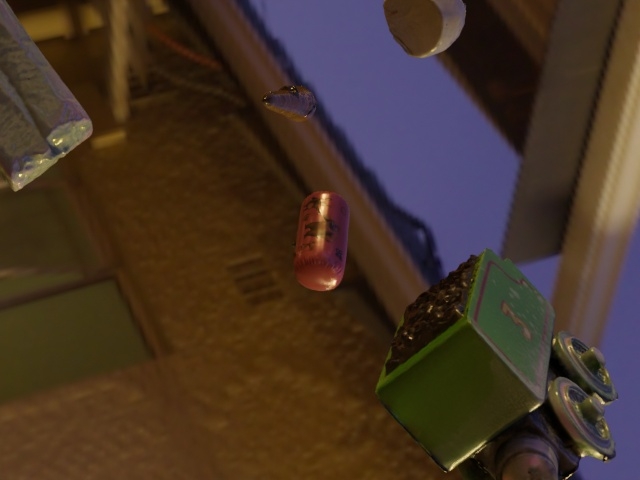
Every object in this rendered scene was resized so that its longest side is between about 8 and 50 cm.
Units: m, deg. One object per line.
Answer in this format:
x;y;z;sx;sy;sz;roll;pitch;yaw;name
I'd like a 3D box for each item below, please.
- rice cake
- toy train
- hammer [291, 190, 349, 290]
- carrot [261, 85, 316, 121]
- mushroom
-0.247;-0.142;1.089;0.222;0.080;0.042;53;-21;5;rice cake
0.194;0.156;1.692;0.249;0.173;0.307;47;21;-6;toy train
0.000;0.000;1.161;0.043;0.043;0.083;98;-1;-48;hammer
-0.043;-0.171;1.914;0.254;0.049;0.049;-24;99;-80;carrot
0.126;-0.273;1.814;0.223;0.092;0.081;-68;162;-69;mushroom
